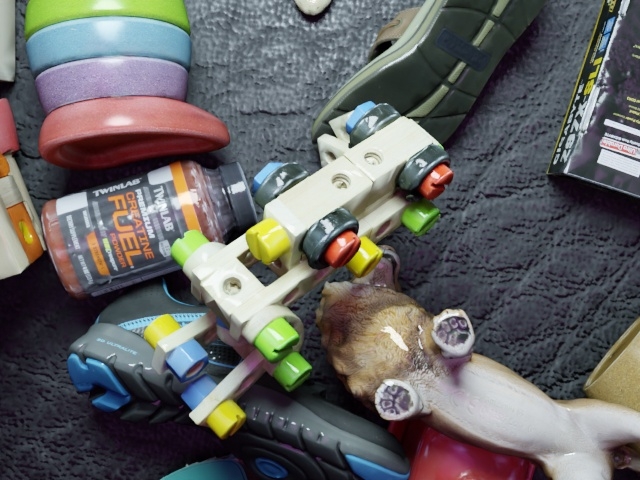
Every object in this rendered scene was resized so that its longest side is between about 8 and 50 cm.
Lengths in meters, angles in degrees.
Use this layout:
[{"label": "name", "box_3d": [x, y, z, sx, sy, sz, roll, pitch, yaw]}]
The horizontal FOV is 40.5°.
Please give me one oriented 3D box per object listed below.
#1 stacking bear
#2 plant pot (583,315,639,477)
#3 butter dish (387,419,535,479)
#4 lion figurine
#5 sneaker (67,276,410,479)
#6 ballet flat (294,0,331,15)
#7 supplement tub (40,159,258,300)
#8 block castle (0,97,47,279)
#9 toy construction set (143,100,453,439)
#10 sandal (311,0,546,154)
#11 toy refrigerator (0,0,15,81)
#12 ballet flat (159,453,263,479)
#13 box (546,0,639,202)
[{"label": "stacking bear", "box_3d": [-0.202, -0.228, 0.828, 0.175, 0.164, 0.289, -8, 86, 13]}, {"label": "plant pot", "box_3d": [0.390, 0.180, 0.826, 0.254, 0.237, 0.237, 40, 93, 14]}, {"label": "butter dish", "box_3d": [0.142, 0.238, 0.866, 0.160, 0.118, 0.160, 15, 93, -1]}, {"label": "lion figurine", "box_3d": [0.162, 0.148, 0.783, 0.392, 0.240, 0.142, 34, 85, 6]}, {"label": "sneaker", "box_3d": [-0.065, 0.133, 0.831, 0.341, 0.125, 0.140, 24, 48, 7]}, {"label": "ballet flat", "box_3d": [-0.004, -0.314, 0.871, 0.057, 0.049, 0.173, 6, 93, 1]}, {"label": "supplement tub", "box_3d": [-0.164, -0.017, 0.857, 0.198, 0.106, 0.106, -19, 93, -6]}, {"label": "block castle", "box_3d": [-0.428, -0.017, 0.695, 0.303, 0.453, 0.213, -18, 101, 3]}, {"label": "toy construction set", "box_3d": [0.000, 0.000, 0.728, 0.151, 0.215, 0.328, 31, 57, 12]}, {"label": "sandal", "box_3d": [0.111, -0.186, 0.856, 0.120, 0.086, 0.303, 33, 110, -30]}, {"label": "toy refrigerator", "box_3d": [-0.449, -0.214, 0.863, 0.269, 0.094, 0.102, 2, 97, 2]}, {"label": "ballet flat", "box_3d": [-0.059, 0.254, 0.890, 0.241, 0.077, 0.091, -18, 52, 2]}, {"label": "box", "box_3d": [0.423, -0.139, 0.864, 0.322, 0.079, 0.257, 17, 95, 0]}]
